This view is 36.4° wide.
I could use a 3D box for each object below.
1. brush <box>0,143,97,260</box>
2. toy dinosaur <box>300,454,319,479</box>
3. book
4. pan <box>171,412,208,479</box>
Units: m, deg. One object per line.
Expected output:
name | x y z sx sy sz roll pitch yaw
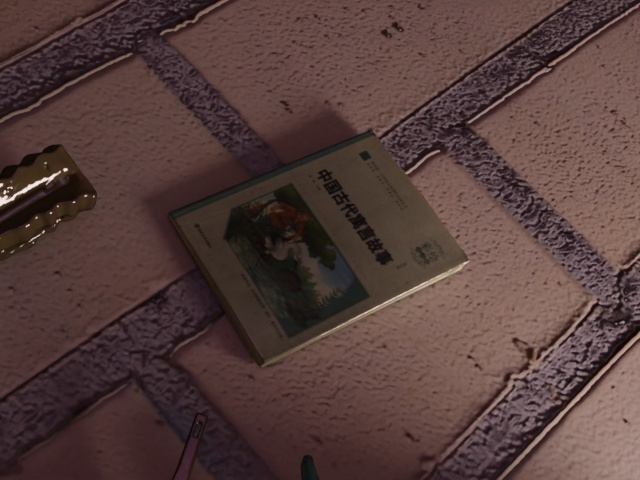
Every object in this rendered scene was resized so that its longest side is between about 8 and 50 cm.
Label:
brush | -0.363 0.008 0.975 0.301 0.071 0.084 -38 80 -24
toy dinosaur | 0.056 0.431 0.850 0.331 0.129 0.383 32 56 -10
book | 0.000 0.000 1.105 0.282 0.025 0.215 -26 70 -25
pan | -0.132 0.276 0.896 0.128 0.048 0.202 40 60 6
